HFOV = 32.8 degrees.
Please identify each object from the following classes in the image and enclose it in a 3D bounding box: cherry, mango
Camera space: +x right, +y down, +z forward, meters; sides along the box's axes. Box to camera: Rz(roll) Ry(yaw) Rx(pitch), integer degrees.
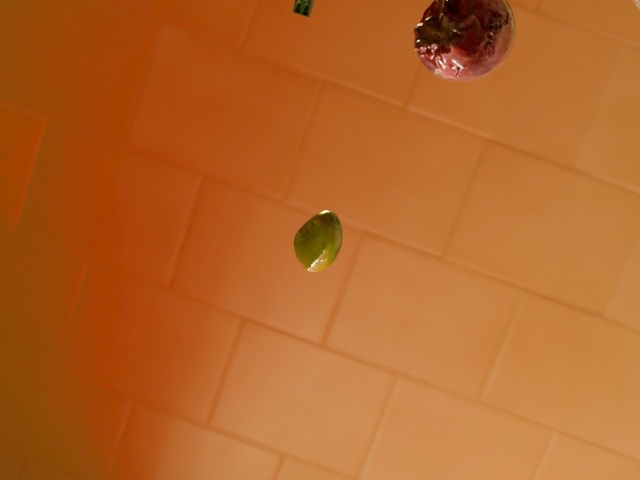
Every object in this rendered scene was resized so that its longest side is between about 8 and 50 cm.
[{"bbox_3d":[0.284,-0.394,2.056,0.249,0.175,0.192,-22,140,-60],"label":"cherry"},{"bbox_3d":[0.000,0.000,1.588,0.073,0.056,0.108,60,-37,33],"label":"mango"}]

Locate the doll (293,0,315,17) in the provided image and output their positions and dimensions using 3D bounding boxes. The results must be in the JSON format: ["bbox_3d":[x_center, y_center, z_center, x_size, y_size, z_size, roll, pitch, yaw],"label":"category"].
[{"bbox_3d":[0.001,-0.565,2.216,0.186,0.106,0.134,-55,154,-31],"label":"doll"}]

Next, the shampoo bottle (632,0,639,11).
[{"bbox_3d":[0.572,-0.461,1.877,0.104,0.278,0.104,-25,-134,28],"label":"shampoo bottle"}]
